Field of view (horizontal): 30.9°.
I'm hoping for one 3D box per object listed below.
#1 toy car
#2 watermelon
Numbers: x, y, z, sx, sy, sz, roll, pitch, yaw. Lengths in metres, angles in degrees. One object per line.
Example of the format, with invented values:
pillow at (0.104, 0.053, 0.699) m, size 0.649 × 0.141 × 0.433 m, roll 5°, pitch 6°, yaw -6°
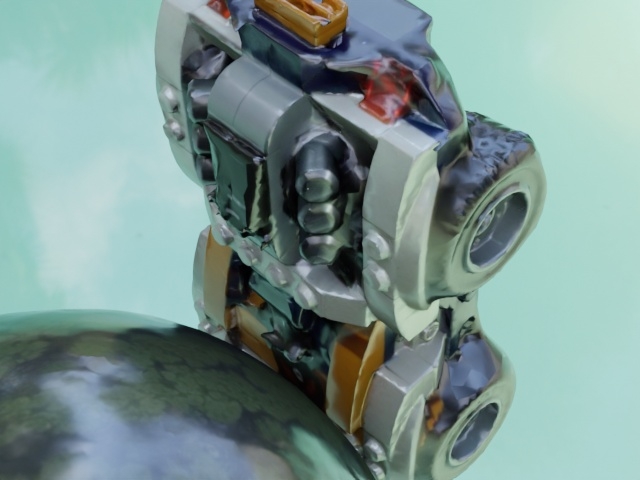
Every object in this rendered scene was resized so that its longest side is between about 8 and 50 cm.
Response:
toy car at (-0.001, 0.000, 0.562) m, size 0.118 × 0.301 × 0.193 m, roll -38°, pitch 57°, yaw -25°
watermelon at (-0.095, 0.171, 0.471) m, size 0.279 × 0.359 × 0.279 m, roll -10°, pitch 54°, yaw 14°
